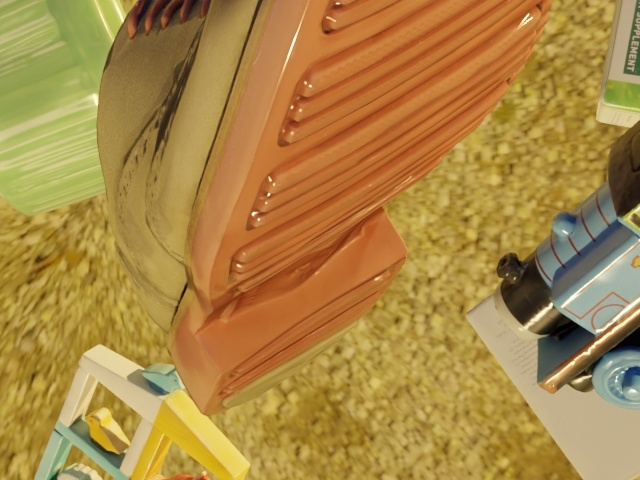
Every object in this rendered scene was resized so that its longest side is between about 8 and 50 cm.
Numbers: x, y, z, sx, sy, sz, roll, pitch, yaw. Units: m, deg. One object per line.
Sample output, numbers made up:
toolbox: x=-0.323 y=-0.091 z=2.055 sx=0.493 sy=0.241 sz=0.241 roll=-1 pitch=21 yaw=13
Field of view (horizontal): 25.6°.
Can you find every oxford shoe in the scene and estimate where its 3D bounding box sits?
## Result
oxford shoe: x=-0.030 y=-0.058 z=0.535 sx=0.140 sy=0.397 sz=0.146 roll=-30 pitch=74 yaw=-26

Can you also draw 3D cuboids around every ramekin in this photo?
ramekin: x=-0.247 y=-0.170 z=1.236 sx=0.148 sy=0.303 sz=0.303 roll=-23 pitch=95 yaw=-1

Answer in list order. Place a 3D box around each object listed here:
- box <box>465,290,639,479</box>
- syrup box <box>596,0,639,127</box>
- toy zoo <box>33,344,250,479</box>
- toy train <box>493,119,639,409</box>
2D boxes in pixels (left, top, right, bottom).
box: x=0.209 y=0.088 z=1.075 sx=0.091 sy=0.130 sz=0.170 roll=-37 pitch=84 yaw=22
syrup box: x=0.297 y=-0.103 z=0.873 sx=0.237 sy=0.096 sz=0.093 roll=11 pitch=89 yaw=10
toy zoo: x=-0.181 y=0.232 z=1.365 sx=0.192 sy=0.030 sz=0.293 roll=37 pitch=125 yaw=15
toy train: x=0.164 y=0.006 z=0.688 sx=0.105 sy=0.080 sz=0.184 roll=34 pitch=127 yaw=-16
